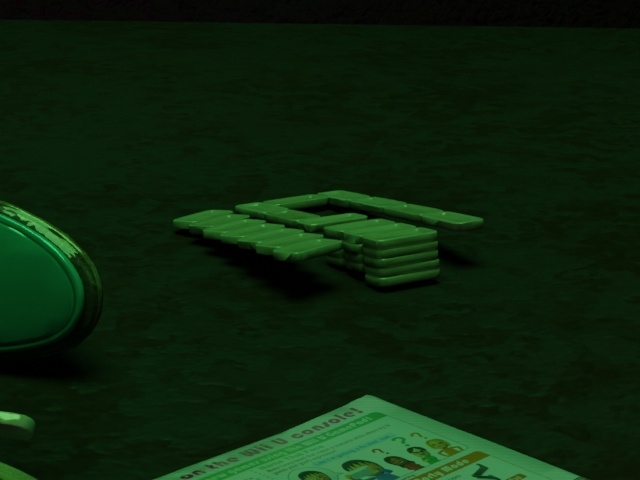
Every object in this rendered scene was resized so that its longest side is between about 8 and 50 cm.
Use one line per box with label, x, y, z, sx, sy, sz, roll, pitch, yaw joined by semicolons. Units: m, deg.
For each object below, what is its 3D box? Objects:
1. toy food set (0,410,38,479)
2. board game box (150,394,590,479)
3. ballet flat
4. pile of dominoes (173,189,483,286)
toy food set;-0.170;0.131;0.699;0.132;0.192;0.038;6;56;7
board game box;0.053;0.174;0.637;0.303;0.097;0.224;19;23;42
ballet flat;-0.297;0.022;1.127;0.342;0.116;0.124;2;-1;15
pile of dominoes;0.000;0.000;1.340;0.196;0.040;0.251;-9;12;-29
